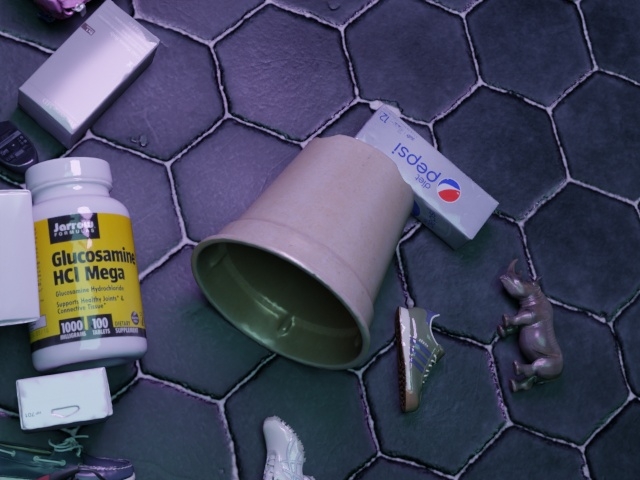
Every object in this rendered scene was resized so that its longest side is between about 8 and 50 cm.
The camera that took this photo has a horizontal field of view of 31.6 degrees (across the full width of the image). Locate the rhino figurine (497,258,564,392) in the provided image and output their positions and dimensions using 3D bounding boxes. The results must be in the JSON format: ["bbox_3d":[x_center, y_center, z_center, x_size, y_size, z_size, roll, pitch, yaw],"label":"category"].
[{"bbox_3d":[0.384,0.152,2.086,0.106,0.073,0.243,-7,77,-11],"label":"rhino figurine"}]

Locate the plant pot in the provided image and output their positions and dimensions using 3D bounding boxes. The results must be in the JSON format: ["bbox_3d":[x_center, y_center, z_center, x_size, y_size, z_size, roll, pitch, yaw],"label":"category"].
[{"bbox_3d":[0.000,0.000,1.926,0.334,0.334,0.305,35,60,-3],"label":"plant pot"}]

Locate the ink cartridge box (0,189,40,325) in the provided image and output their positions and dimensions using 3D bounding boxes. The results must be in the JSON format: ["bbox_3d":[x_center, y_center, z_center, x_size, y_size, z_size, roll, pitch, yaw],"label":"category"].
[{"bbox_3d":[-0.523,0.036,1.767,0.117,0.278,0.201,-4,87,-23],"label":"ink cartridge box"}]

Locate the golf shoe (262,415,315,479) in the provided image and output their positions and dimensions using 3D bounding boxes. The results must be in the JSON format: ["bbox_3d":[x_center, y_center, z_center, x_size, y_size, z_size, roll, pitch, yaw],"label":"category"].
[{"bbox_3d":[-0.067,0.386,1.912,0.086,0.069,0.176,-18,79,-39],"label":"golf shoe"}]

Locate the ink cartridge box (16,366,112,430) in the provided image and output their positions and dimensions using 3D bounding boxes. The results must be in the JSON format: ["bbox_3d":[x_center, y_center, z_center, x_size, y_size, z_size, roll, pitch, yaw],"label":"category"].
[{"bbox_3d":[-0.411,0.259,1.806,0.139,0.190,0.082,-7,79,-15],"label":"ink cartridge box"}]

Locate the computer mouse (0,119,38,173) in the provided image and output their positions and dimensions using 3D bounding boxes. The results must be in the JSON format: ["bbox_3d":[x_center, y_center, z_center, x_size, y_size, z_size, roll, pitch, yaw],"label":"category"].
[{"bbox_3d":[-0.581,-0.202,1.962,0.242,0.041,0.071,46,62,7],"label":"computer mouse"}]

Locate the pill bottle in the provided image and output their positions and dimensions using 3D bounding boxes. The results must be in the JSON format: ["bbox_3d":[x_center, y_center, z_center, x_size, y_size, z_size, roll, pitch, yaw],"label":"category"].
[{"bbox_3d":[-0.398,0.041,1.863,0.188,0.188,0.334,-7,79,-15],"label":"pill bottle"}]

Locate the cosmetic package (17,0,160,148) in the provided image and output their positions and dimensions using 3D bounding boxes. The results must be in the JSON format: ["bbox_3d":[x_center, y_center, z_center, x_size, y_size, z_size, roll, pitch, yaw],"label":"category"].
[{"bbox_3d":[-0.409,-0.292,1.986,0.127,0.107,0.238,39,68,-5],"label":"cosmetic package"}]

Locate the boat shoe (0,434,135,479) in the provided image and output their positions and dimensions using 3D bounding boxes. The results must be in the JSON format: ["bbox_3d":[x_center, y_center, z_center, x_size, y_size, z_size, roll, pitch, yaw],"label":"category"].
[{"bbox_3d":[-0.428,0.358,1.834,0.254,0.095,0.079,3,87,-4],"label":"boat shoe"}]

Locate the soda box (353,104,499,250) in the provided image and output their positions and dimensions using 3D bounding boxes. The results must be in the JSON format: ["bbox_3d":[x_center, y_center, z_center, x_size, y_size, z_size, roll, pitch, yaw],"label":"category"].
[{"bbox_3d":[0.183,-0.114,2.091,0.286,0.091,0.098,40,70,-2],"label":"soda box"}]

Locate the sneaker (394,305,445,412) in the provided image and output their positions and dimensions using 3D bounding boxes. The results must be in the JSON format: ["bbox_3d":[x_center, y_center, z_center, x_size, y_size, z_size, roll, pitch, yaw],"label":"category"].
[{"bbox_3d":[0.184,0.211,2.026,0.086,0.064,0.192,0,74,-9],"label":"sneaker"}]

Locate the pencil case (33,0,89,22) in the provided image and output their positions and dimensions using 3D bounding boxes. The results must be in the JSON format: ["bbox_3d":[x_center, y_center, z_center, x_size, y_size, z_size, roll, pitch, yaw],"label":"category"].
[{"bbox_3d":[-0.356,-0.538,2.030,0.386,0.160,0.167,-33,115,-19],"label":"pencil case"}]

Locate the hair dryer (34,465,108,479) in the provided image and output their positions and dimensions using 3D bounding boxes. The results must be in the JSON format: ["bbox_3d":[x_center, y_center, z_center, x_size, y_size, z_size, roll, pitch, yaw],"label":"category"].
[{"bbox_3d":[-0.490,0.410,1.771,0.293,0.080,0.223,18,107,-18],"label":"hair dryer"}]
